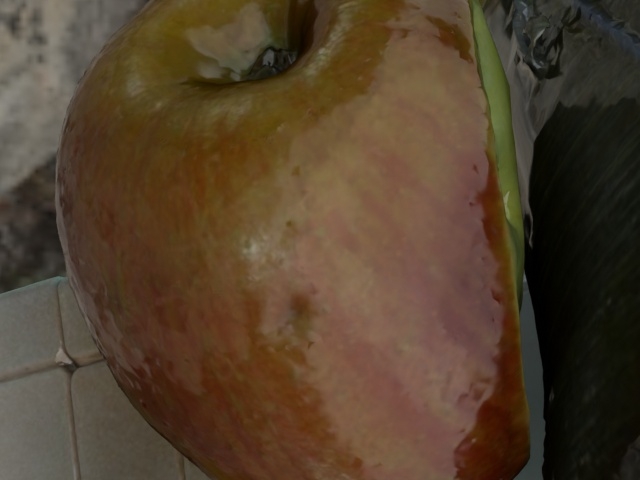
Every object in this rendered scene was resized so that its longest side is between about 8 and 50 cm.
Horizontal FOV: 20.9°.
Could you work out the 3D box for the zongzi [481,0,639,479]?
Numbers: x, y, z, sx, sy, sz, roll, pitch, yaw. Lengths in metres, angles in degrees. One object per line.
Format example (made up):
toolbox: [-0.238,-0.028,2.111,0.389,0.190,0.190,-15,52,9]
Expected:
zongzi: [0.226,-0.094,0.579,0.432,0.207,0.403,-52,-154,31]

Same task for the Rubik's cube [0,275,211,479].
Rubik's cube: [-0.085,0.187,1.546,0.322,0.315,0.319,21,58,-60]

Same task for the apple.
apple: [0.000,0.000,0.573,0.195,0.160,0.173,-88,153,-52]

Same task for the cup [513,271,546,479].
cup: [0.261,0.127,0.985,0.356,0.274,0.260,6,78,-30]
